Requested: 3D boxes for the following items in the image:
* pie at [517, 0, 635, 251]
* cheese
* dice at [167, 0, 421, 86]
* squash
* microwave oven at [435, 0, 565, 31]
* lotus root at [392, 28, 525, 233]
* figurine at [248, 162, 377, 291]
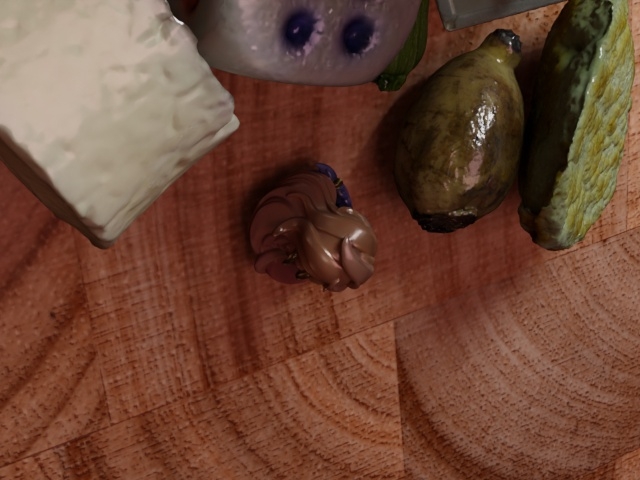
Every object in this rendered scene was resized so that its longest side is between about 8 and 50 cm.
[{"bbox_3d":[0.260,-0.122,1.306,0.105,0.257,0.274,12,109,11],"label":"pie"},{"bbox_3d":[-0.226,-0.156,0.949,0.153,0.292,0.332,-43,115,-8],"label":"cheese"},{"bbox_3d":[-0.033,-0.241,1.083,0.194,0.192,0.193,2,109,-31],"label":"dice"},{"bbox_3d":[0.070,-0.246,1.219,0.068,0.077,0.219,-8,117,-20],"label":"squash"},{"bbox_3d":[0.142,-0.422,0.913,0.236,0.374,0.432,-13,122,16],"label":"microwave oven"},{"bbox_3d":[0.146,-0.109,1.298,0.138,0.138,0.214,26,85,-37],"label":"lotus root"},{"bbox_3d":[-0.009,-0.005,1.242,0.114,0.157,0.126,26,102,-16],"label":"figurine"}]
